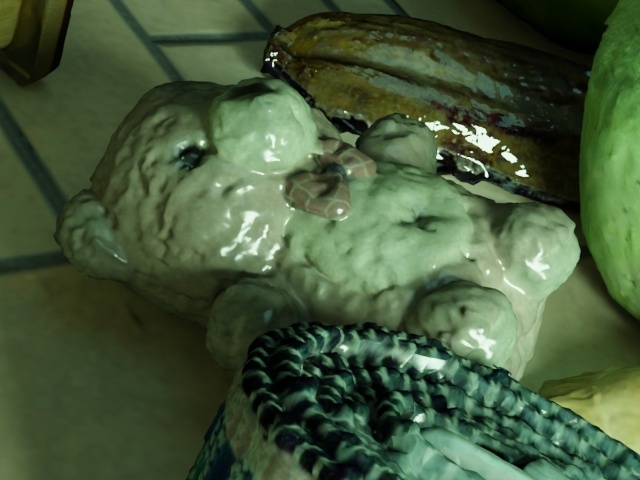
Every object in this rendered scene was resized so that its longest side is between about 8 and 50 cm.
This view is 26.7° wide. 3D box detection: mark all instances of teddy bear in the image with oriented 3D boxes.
[{"bbox_3d":[0.001,0.001,0.751,0.267,0.151,0.236,38,43,8],"label":"teddy bear"}]

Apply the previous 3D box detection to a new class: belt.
[{"bbox_3d":[0.070,0.169,0.576,0.295,0.160,0.207,29,18,2],"label":"belt"}]

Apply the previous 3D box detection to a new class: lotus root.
[{"bbox_3d":[0.117,-0.119,1.038,0.329,0.078,0.167,15,35,-16],"label":"lotus root"}]

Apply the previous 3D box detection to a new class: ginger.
[{"bbox_3d":[0.233,0.107,0.796,0.193,0.122,0.115,10,58,-12],"label":"ginger"}]

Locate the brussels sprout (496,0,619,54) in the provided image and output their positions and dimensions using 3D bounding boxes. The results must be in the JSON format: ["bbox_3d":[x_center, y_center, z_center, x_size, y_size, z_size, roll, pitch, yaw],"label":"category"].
[{"bbox_3d":[0.295,-0.296,1.209,0.371,0.276,0.315,35,20,29],"label":"brussels sprout"}]

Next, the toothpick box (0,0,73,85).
[{"bbox_3d":[-0.308,-0.171,0.760,0.190,0.187,0.308,40,41,18],"label":"toothpick box"}]

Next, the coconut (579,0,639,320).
[{"bbox_3d":[0.331,-0.055,0.918,0.328,0.328,0.281,-7,28,-38],"label":"coconut"}]
